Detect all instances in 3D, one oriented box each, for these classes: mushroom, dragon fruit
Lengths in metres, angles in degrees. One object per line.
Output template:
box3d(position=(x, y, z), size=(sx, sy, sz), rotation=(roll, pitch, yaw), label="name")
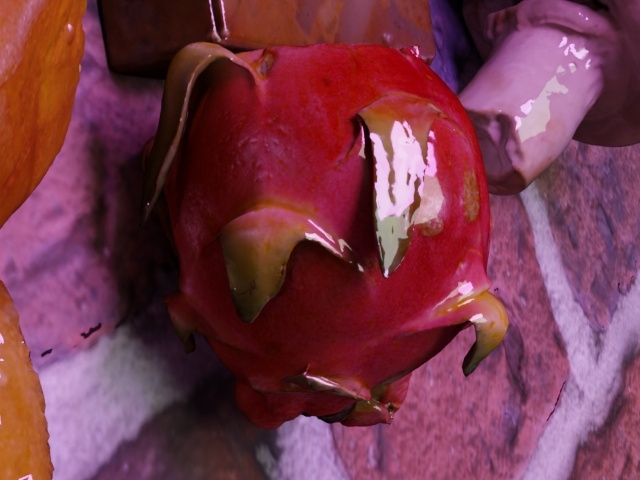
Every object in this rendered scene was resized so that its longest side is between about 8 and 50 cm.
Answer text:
box3d(position=(0.212, -0.186, 1.233), size=(0.290, 0.292, 0.292), rotation=(-40, 117, -25), label="mushroom")
box3d(position=(0.000, -0.006, 0.824), size=(0.224, 0.224, 0.227), rotation=(26, 60, -53), label="dragon fruit")

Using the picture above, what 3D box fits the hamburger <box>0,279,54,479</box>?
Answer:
box3d(position=(-0.223, 0.109, 0.425), size=(0.304, 0.174, 0.284), rotation=(30, 51, -51), label="hamburger")

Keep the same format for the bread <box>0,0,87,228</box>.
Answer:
box3d(position=(-0.168, -0.106, 0.592), size=(0.250, 0.133, 0.179), rotation=(-80, -178, -47), label="bread")

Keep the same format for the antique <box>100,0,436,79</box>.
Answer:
box3d(position=(-0.023, -0.159, 0.950), size=(0.310, 0.087, 0.093), rotation=(-4, 84, -60), label="antique")
